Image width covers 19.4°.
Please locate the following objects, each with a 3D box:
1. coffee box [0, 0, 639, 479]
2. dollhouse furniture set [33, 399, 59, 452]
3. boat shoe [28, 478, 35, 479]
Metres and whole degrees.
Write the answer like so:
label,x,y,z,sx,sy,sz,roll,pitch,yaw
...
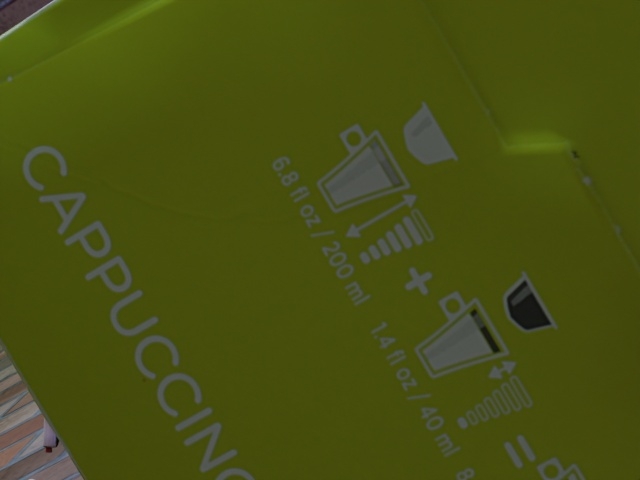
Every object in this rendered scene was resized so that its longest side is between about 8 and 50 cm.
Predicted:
label,x,y,z,sx,sy,sz,roll,pitch,yaw
coffee box,0.094,-0.008,0.751,0.338,0.338,0.334,-30,4,15
dollhouse furniture set,-0.168,0.119,1.558,0.129,0.129,0.183,2,1,-5
boat shoe,-0.234,0.234,1.568,0.206,0.065,0.075,-33,6,-12
